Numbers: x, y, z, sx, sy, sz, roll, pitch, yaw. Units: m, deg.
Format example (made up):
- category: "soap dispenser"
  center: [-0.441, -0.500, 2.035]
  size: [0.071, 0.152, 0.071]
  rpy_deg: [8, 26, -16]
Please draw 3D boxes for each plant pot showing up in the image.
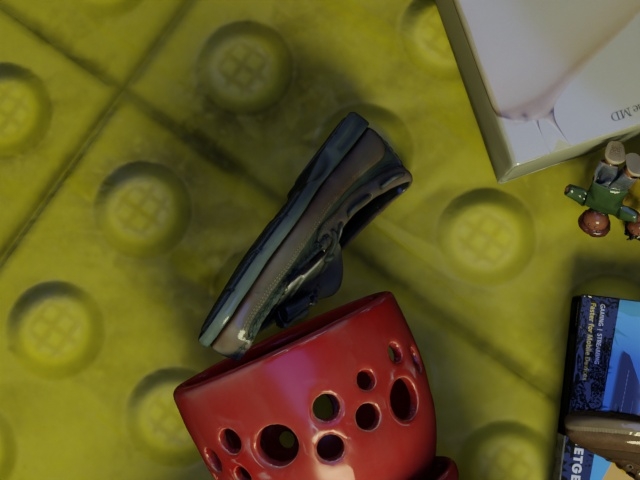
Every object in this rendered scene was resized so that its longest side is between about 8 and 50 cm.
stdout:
- category: "plant pot"
  center: [0.005, 0.152, 0.942]
  size: [0.191, 0.191, 0.174]
  rpy_deg: [-25, 88, 0]

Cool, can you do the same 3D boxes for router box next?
- category: "router box"
  center: [0.267, 0.141, 1.004]
  size: [0.133, 0.046, 0.179]
  rpy_deg: [7, 86, 2]

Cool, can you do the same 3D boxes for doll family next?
- category: "doll family"
  center: [0.298, -0.017, 0.988]
  size: [0.193, 0.111, 0.076]
  rpy_deg: [30, 53, 16]

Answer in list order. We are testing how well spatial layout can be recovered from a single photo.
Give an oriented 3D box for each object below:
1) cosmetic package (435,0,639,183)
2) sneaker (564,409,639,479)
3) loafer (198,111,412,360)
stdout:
- category: "cosmetic package"
  center: [0.176, -0.220, 1.004]
  size: [0.160, 0.113, 0.309]
  rpy_deg: [-19, 84, 0]
- category: "sneaker"
  center: [0.280, 0.180, 0.944]
  size: [0.188, 0.066, 0.071]
  rpy_deg: [11, 87, 1]
- category: "loafer"
  center: [0.000, 0.000, 0.949]
  size: [0.084, 0.096, 0.267]
  rpy_deg: [36, 49, -5]
